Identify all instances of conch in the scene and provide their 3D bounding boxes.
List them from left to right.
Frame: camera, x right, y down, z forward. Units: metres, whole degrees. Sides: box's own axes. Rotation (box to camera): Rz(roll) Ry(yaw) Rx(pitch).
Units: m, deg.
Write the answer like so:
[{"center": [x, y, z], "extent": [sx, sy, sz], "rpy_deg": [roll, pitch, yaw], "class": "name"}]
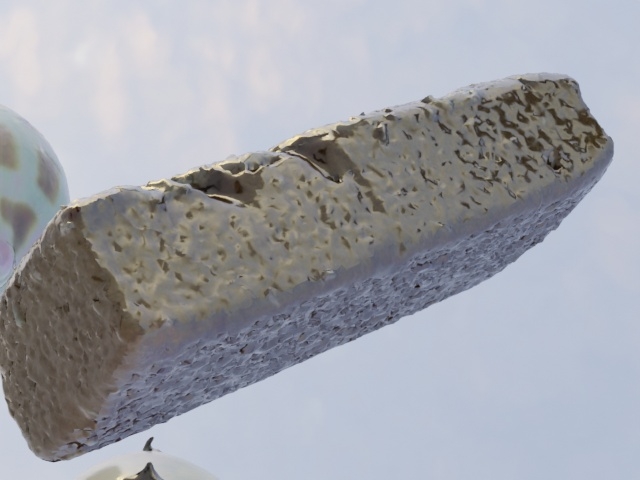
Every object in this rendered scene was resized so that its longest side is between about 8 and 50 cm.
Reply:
[{"center": [-0.365, -0.050, 1.555], "extent": [0.368, 0.249, 0.197], "rpy_deg": [11, -116, 54], "class": "conch"}]

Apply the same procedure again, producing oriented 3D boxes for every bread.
[{"center": [0.000, 0.000, 0.983], "extent": [0.113, 0.416, 0.165], "rpy_deg": [60, -42, 13], "class": "bread"}]

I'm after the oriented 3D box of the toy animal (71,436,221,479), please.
[{"center": [-0.182, 0.321, 1.338], "extent": [0.251, 0.251, 0.310], "rpy_deg": [32, -90, 34], "class": "toy animal"}]
